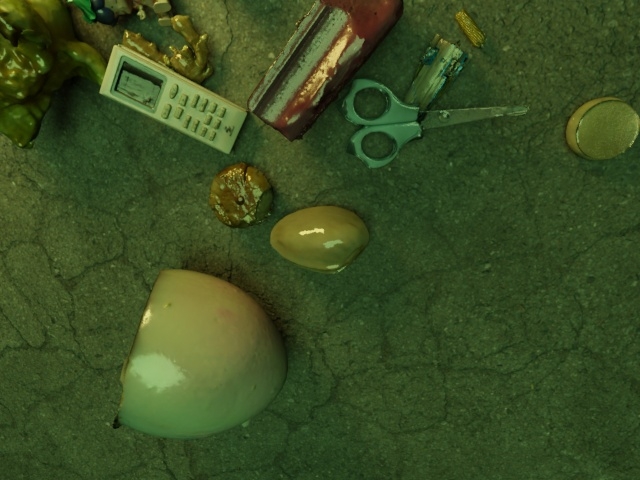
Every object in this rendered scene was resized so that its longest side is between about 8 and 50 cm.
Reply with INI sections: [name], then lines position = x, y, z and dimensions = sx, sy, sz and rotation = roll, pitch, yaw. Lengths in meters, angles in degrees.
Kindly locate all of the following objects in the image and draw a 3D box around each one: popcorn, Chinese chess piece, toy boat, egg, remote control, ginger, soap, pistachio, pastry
[popcorn]
position = -0.589, -0.391, 0.810
dimensions = 0.325, 0.290, 0.321
rotation = 0, 150, -24
[Chinese chess piece]
position = 0.554, -0.219, 0.807
dimensions = 0.122, 0.051, 0.122
rotation = 2, 109, 5
[toy boat]
position = 0.211, -0.304, 0.823
dimensions = 0.084, 0.066, 0.210
rotation = 36, 121, 8
[egg]
position = -0.236, 0.262, 0.922
dimensions = 0.339, 0.354, 0.355
rotation = 15, 110, -15
[remote control]
position = -0.301, -0.289, 0.856
dimensions = 0.277, 0.055, 0.103
rotation = 23, 111, -19
[ginger]
position = -0.323, -0.384, 0.856
dimensions = 0.176, 0.053, 0.193
rotation = 40, 130, -22
[soap]
position = 0.015, -0.341, 0.752
dimensions = 0.127, 0.220, 0.325
rotation = 41, 109, -11
[pistachio]
position = 0.000, 0.000, 0.916
dimensions = 0.223, 0.126, 0.152
rotation = -5, 73, 14
[pastry]
position = -0.179, -0.099, 0.927
dimensions = 0.153, 0.081, 0.153
rotation = 5, 107, 17

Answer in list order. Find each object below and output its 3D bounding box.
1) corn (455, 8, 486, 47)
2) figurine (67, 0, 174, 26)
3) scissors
[corn]
position = 0.293, -0.409, 0.792
dimensions = 0.028, 0.027, 0.083
rotation = -39, 97, 0
[figurine]
position = -0.396, -0.482, 0.817
dimensions = 0.195, 0.111, 0.102
rotation = -7, 77, -10
[scissors]
position = 0.210, -0.237, 0.802
dimensions = 0.360, 0.029, 0.191
rotation = 2, 123, 24
